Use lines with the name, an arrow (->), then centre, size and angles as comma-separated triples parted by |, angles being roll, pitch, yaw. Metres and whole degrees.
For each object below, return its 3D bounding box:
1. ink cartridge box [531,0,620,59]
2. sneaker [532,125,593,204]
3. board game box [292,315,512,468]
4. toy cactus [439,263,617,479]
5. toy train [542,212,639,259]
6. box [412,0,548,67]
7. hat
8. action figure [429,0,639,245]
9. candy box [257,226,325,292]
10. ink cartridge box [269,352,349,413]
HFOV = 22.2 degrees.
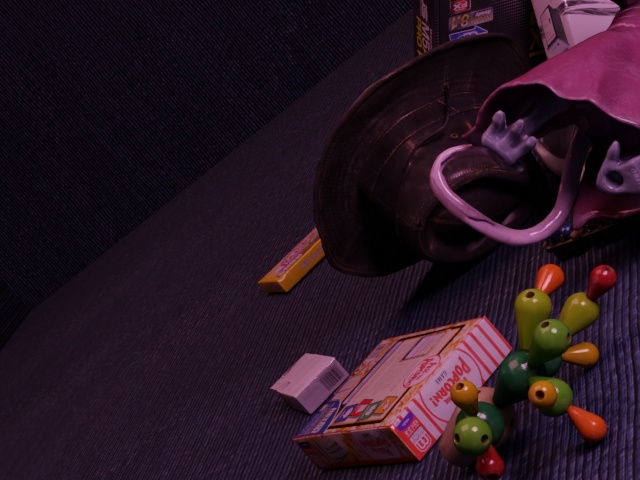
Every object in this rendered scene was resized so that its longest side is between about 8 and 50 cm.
ink cartridge box -> 0.308, -0.240, 1.728 | 0.140, 0.190, 0.082 | -14, -6, -16
sneaker -> 0.289, -0.098, 1.649 | 0.130, 0.087, 0.227 | -39, 14, 0
board game box -> 0.074, 0.145, 1.529 | 0.147, 0.045, 0.193 | -46, 12, -26
toy cactus -> 0.157, 0.121, 1.274 | 0.180, 0.112, 0.219 | -57, 0, 45
toy train -> 0.262, -0.016, 1.535 | 0.027, 0.036, 0.158 | -49, 13, -34
box -> 0.236, -0.251, 1.846 | 0.270, 0.216, 0.060 | -17, 38, -18
hat -> 0.155, -0.066, 1.767 | 0.331, 0.331, 0.134 | -43, 52, -10
action figure -> 0.312, -0.152, 1.506 | 0.370, 0.248, 0.275 | -52, 2, -42
candy box -> 0.000, 0.000, 2.382 | 0.206, 0.027, 0.105 | -44, 8, -16
ink cartridge box -> -0.014, 0.158, 1.817 | 0.063, 0.029, 0.115 | -44, 10, -13
